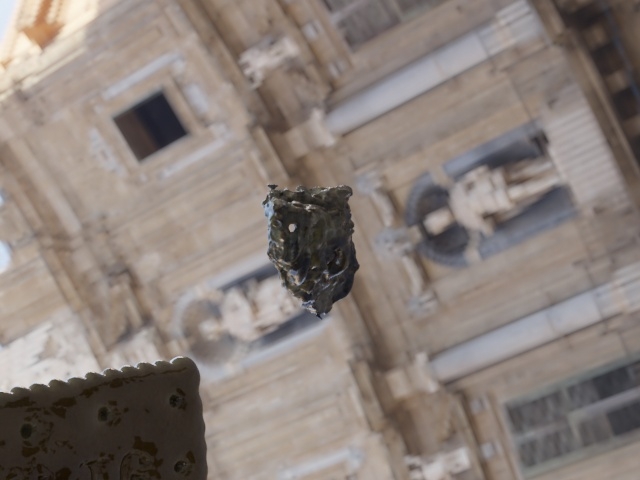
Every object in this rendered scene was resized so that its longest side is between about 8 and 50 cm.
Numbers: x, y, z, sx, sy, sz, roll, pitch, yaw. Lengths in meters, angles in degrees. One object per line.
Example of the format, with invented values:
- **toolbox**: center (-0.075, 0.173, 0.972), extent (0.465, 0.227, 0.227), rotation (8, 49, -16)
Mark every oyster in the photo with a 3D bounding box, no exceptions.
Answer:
- **oyster**: center (-0.004, -0.001, 1.228), extent (0.177, 0.056, 0.105), rotation (48, -126, -55)

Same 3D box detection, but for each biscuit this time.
- **biscuit**: center (-0.238, 0.233, 1.338), extent (0.325, 0.044, 0.217), rotation (-6, -82, -41)
